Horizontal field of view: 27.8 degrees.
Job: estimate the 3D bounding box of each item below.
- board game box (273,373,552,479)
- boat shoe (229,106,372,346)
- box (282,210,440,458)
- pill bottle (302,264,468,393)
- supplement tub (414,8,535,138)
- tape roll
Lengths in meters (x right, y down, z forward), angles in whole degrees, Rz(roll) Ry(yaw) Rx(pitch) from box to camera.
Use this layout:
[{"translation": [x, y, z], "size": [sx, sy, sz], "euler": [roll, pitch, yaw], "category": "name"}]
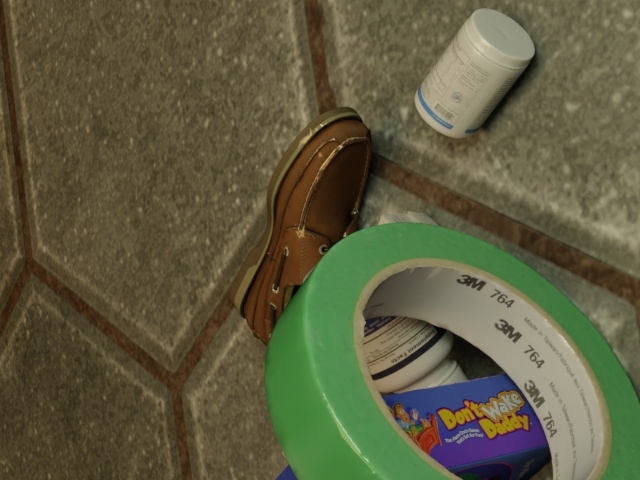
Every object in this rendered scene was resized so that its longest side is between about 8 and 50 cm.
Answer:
[{"translation": [0.045, 0.260, 1.215], "size": [0.347, 0.233, 0.078], "euler": [-53, 54, 40], "category": "board game box"}, {"translation": [0.000, 0.000, 1.365], "size": [0.104, 0.111, 0.307], "euler": [53, 141, 30], "category": "boat shoe"}, {"translation": [0.048, 0.119, 1.336], "size": [0.067, 0.063, 0.324], "euler": [47, 128, 40], "category": "box"}, {"translation": [0.065, 0.083, 1.209], "size": [0.094, 0.094, 0.169], "euler": [-25, 102, 50], "category": "pill bottle"}, {"translation": [0.141, -0.152, 1.189], "size": [0.107, 0.071, 0.071], "euler": [-54, 53, 38], "category": "supplement tub"}, {"translation": [0.114, 0.130, 1.044], "size": [0.077, 0.321, 0.321], "euler": [-53, 53, 39], "category": "tape roll"}]
